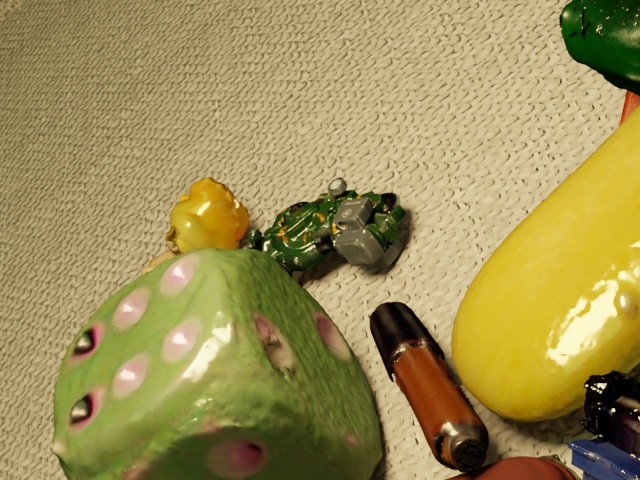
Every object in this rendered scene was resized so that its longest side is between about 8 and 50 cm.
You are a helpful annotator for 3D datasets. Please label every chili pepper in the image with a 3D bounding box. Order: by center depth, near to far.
[{"bbox_3d":[0.441,-0.278,1.926,0.256,0.248,0.233,13,66,45],"label":"chili pepper"}]

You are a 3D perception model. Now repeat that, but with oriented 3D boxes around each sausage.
[{"bbox_3d":[0.412,-0.156,2.031,0.050,0.048,0.145,98,-170,-59],"label":"sausage"}]

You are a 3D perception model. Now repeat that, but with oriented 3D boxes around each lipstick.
[{"bbox_3d":[0.130,0.175,1.915,0.077,0.077,0.418,-45,20,6],"label":"lipstick"}]

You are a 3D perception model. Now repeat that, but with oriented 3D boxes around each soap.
[{"bbox_3d":[0.333,0.035,1.867,0.427,0.115,0.306,-46,37,4],"label":"soap"}]

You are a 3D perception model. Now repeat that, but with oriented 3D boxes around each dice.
[{"bbox_3d":[-0.137,0.224,2.020,0.322,0.330,0.318,-34,37,18],"label":"dice"}]

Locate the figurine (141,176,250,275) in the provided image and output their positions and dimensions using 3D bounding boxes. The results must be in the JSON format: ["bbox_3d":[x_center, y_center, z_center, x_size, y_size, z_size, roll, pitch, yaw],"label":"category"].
[{"bbox_3d":[-0.212,0.006,2.530,0.246,0.131,0.156,-48,-10,28],"label":"figurine"}]

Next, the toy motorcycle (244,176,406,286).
[{"bbox_3d":[0.000,0.000,2.283,0.274,0.125,0.187,-7,42,45],"label":"toy motorcycle"}]

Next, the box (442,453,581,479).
[{"bbox_3d":[0.131,0.390,1.744,0.404,0.108,0.263,-26,39,31],"label":"box"}]

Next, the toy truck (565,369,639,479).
[{"bbox_3d":[0.362,0.232,1.573,0.161,0.213,0.177,27,117,57],"label":"toy truck"}]
